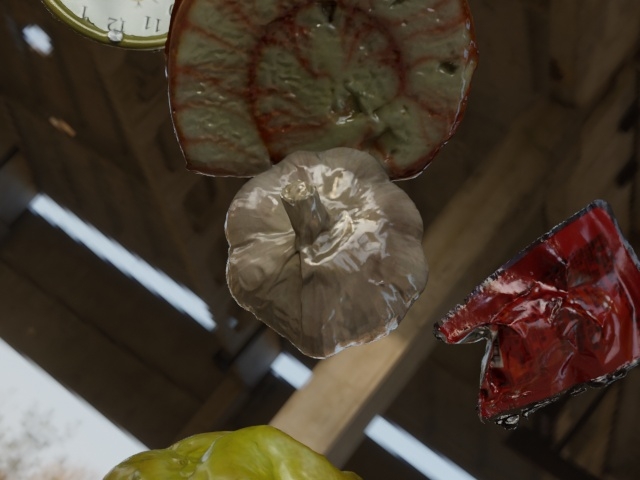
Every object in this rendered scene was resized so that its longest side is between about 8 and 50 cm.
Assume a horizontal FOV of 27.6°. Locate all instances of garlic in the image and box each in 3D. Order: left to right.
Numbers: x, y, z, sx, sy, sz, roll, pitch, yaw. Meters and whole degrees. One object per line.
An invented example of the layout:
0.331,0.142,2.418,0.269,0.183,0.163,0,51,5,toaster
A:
0.000,0.000,1.271,0.218,0.218,0.212,35,-9,14,garlic

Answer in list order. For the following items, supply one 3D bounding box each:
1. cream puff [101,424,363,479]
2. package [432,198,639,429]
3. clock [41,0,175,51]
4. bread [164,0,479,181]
-0.017,0.302,0.893,0.378,0.275,0.378,174,-90,-71,cream puff
0.269,0.092,1.506,0.194,0.269,0.071,64,-7,-8,package
-0.233,-0.313,1.558,0.237,0.237,0.057,39,-34,4,clock
0.001,-0.203,1.380,0.114,0.327,0.295,-107,-157,-64,bread
